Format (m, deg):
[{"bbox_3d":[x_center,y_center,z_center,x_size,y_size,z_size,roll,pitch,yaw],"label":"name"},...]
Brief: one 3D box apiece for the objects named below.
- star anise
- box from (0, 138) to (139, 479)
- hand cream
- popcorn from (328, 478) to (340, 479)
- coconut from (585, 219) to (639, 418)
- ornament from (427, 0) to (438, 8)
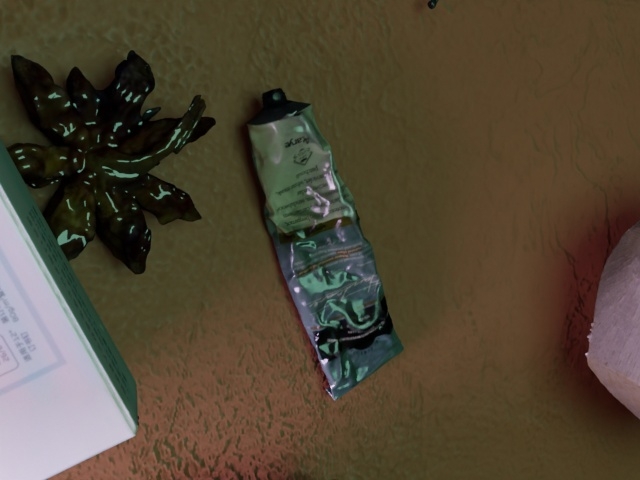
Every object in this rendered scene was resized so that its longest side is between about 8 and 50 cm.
[{"bbox_3d":[-0.149,-0.052,0.598,0.168,0.057,0.168,-3,98,-23],"label":"star anise"},{"bbox_3d":[-0.219,0.019,0.518,0.135,0.079,0.269,-26,107,-5],"label":"box"},{"bbox_3d":[0.000,0.000,0.705,0.075,0.052,0.248,-21,111,-6],"label":"hand cream"},{"bbox_3d":[-0.013,0.275,0.630,0.189,0.169,0.218,-30,112,-28],"label":"popcorn"},{"bbox_3d":[0.371,0.077,0.822,0.247,0.245,0.245,34,75,-28],"label":"coconut"},{"bbox_3d":[0.127,-0.249,0.775,0.125,0.028,0.073,-24,105,-27],"label":"ornament"}]
